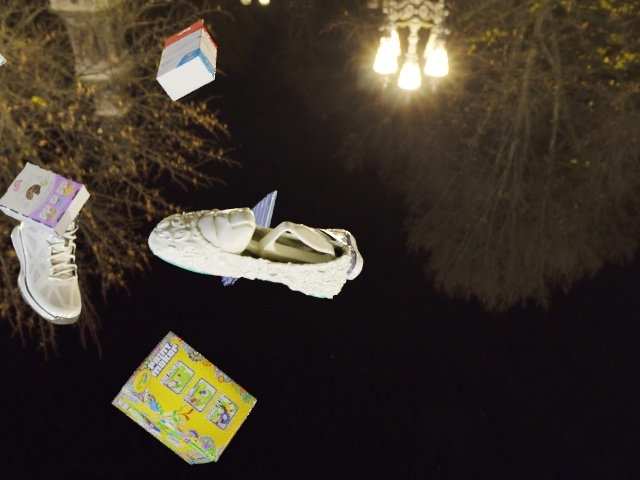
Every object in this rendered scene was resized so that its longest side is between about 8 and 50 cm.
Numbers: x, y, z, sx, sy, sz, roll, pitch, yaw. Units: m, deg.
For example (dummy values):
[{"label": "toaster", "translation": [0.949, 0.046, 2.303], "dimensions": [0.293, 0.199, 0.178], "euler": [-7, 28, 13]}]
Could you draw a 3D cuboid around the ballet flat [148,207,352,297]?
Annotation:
[{"label": "ballet flat", "translation": [-0.118, 0.002, 1.106], "dimensions": [0.408, 0.147, 0.147], "euler": [15, -149, -23]}]

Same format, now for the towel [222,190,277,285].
[{"label": "towel", "translation": [-0.231, 0.003, 1.848], "dimensions": [0.040, 0.336, 0.244], "euler": [20, -116, -23]}]

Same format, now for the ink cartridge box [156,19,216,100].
[{"label": "ink cartridge box", "translation": [-0.358, -0.495, 1.534], "dimensions": [0.134, 0.078, 0.231], "euler": [-22, -137, 15]}]

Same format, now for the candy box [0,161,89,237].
[{"label": "candy box", "translation": [-0.836, -0.124, 1.709], "dimensions": [0.196, 0.070, 0.165], "euler": [22, -113, 5]}]

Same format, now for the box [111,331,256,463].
[{"label": "box", "translation": [-0.360, 0.416, 1.454], "dimensions": [0.279, 0.290, 0.177], "euler": [40, -122, -6]}]

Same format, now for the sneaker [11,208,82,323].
[{"label": "sneaker", "translation": [-0.870, 0.038, 1.848], "dimensions": [0.169, 0.257, 0.448], "euler": [2, -133, -52]}]

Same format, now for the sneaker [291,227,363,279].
[{"label": "sneaker", "translation": [0.000, 0.001, 1.933], "dimensions": [0.236, 0.130, 0.323], "euler": [29, -167, -24]}]

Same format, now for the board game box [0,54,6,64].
[{"label": "board game box", "translation": [-0.555, -0.277, 0.668], "dimensions": [0.144, 0.275, 0.142], "euler": [-12, -145, 36]}]
